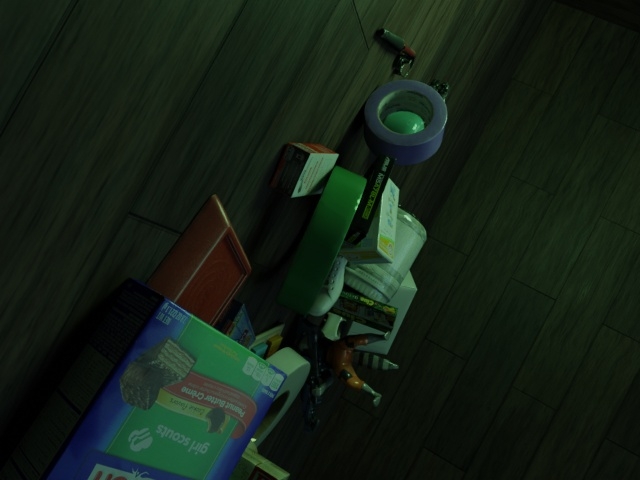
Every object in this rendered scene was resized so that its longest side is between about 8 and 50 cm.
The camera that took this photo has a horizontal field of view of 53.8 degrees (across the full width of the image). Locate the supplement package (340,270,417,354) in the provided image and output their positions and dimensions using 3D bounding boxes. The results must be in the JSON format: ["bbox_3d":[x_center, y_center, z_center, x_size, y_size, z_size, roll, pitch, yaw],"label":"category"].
[{"bbox_3d":[0.188,0.219,2.189,0.178,0.175,0.293,-100,-154,-58],"label":"supplement package"}]

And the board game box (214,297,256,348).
[{"bbox_3d":[-0.201,0.215,1.268,0.194,0.060,0.194,-59,164,-10],"label":"board game box"}]

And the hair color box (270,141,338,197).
[{"bbox_3d":[-0.029,-0.139,1.232,0.093,0.053,0.167,-65,166,14],"label":"hair color box"}]

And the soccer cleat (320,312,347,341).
[{"bbox_3d":[0.021,0.333,2.143,0.196,0.076,0.068,-62,164,-1],"label":"soccer cleat"}]

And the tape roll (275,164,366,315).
[{"bbox_3d":[0.000,0.000,1.350,0.321,0.077,0.322,-155,-90,-89],"label":"tape roll"}]

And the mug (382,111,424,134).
[{"bbox_3d":[0.229,-0.292,1.711,0.158,0.097,0.130,-50,160,-36],"label":"mug"}]

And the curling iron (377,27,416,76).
[{"bbox_3d":[0.174,-0.428,1.424,0.068,0.035,0.274,-65,165,8],"label":"curling iron"}]

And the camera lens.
[{"bbox_3d":[0.156,0.033,1.797,0.274,0.219,0.219,-59,164,-11],"label":"camera lens"}]

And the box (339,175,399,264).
[{"bbox_3d":[0.120,-0.051,1.571,0.103,0.114,0.203,37,54,-55],"label":"box"}]

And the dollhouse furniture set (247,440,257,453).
[{"bbox_3d":[-0.208,0.429,1.213,0.212,0.242,0.161,-40,170,25],"label":"dollhouse furniture set"}]

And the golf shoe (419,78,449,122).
[{"bbox_3d":[0.331,-0.396,1.904,0.198,0.077,0.094,-51,161,-32],"label":"golf shoe"}]

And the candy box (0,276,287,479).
[{"bbox_3d":[-0.238,0.259,0.891,0.268,0.122,0.317,42,74,-38],"label":"candy box"}]

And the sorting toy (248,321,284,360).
[{"bbox_3d":[-0.163,0.315,1.598,0.193,0.038,0.208,-67,164,17],"label":"sorting toy"}]

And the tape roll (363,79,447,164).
[{"bbox_3d":[0.194,-0.274,1.463,0.189,0.188,0.080,-56,163,-22],"label":"tape roll"}]

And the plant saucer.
[{"bbox_3d":[-0.206,0.087,1.062,0.259,0.047,0.259,-57,163,-18],"label":"plant saucer"}]

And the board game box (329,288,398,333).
[{"bbox_3d":[0.081,0.180,1.738,0.136,0.259,0.030,86,25,-62],"label":"board game box"}]

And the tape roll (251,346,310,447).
[{"bbox_3d":[-0.172,0.449,1.633,0.392,0.072,0.392,-47,162,-20],"label":"tape roll"}]

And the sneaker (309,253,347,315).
[{"bbox_3d":[0.019,0.048,1.634,0.123,0.105,0.290,66,42,-66],"label":"sneaker"}]

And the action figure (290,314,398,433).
[{"bbox_3d":[0.040,0.383,1.824,0.178,0.330,0.342,-5,99,-56],"label":"action figure"}]

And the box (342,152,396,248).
[{"bbox_3d":[0.102,-0.085,1.427,0.191,0.045,0.184,127,-13,-78],"label":"box"}]

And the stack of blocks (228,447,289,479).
[{"bbox_3d":[-0.224,0.388,1.044,0.171,0.297,0.087,-61,165,-8],"label":"stack of blocks"}]
